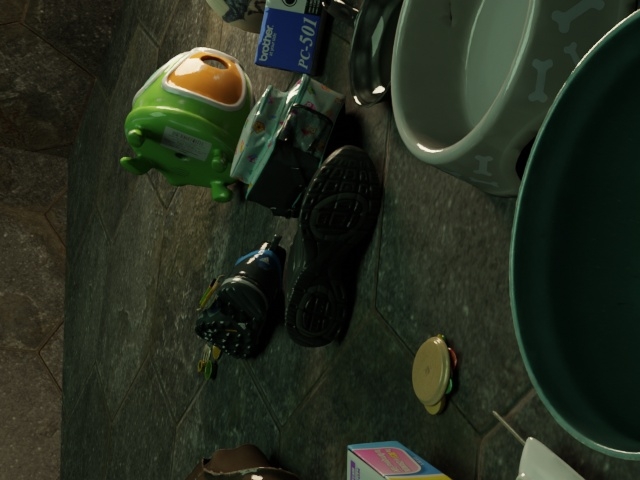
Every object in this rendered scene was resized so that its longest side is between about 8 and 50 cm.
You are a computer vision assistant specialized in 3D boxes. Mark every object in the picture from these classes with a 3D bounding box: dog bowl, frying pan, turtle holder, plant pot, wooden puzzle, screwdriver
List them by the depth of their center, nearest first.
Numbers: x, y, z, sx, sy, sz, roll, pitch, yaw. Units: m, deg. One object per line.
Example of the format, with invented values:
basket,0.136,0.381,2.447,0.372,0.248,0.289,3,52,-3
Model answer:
plant pot,0.287,0.004,0.721,0.293,0.196,0.292,-170,90,-67
screwdriver,0.208,0.203,1.060,0.025,0.024,0.170,-44,28,6
dog bowl,0.188,-0.224,1.180,0.349,0.102,0.348,-171,90,-67
frying pan,0.066,-0.278,1.562,0.326,0.053,0.197,-174,93,-70
wooden puzzle,-0.183,0.085,1.809,0.078,0.014,0.116,-56,3,-13
turtle holder,-0.220,-0.209,2.044,0.320,0.244,0.227,60,-136,-60

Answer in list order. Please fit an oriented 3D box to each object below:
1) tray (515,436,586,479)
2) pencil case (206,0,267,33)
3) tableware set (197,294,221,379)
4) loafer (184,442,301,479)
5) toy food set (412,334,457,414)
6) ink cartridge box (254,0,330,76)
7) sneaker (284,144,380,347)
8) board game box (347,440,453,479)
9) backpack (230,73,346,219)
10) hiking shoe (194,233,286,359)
tray,0.227,0.289,0.929,0.270,0.030,0.145,-140,51,-64
pencil case,-0.074,-0.549,1.869,0.183,0.160,0.410,-37,-20,-49
tableware set,-0.206,0.180,2.061,0.104,0.024,0.154,-154,75,-67
loafer,-0.132,0.365,1.660,0.366,0.134,0.130,-26,46,59
toy food set,0.132,0.151,1.264,0.083,0.020,0.082,-110,37,-52
ink cartridge box,-0.038,-0.378,1.784,0.046,0.097,0.207,-10,-68,-78
sneaker,0.000,0.000,1.546,0.130,0.109,0.286,-126,52,-71
board game box,0.111,0.364,1.108,0.316,0.064,0.242,-159,69,-68
backpack,-0.042,-0.150,1.619,0.188,0.144,0.166,-59,-1,-35
hiking shoe,-0.119,0.104,1.821,0.132,0.113,0.304,-57,3,-28
